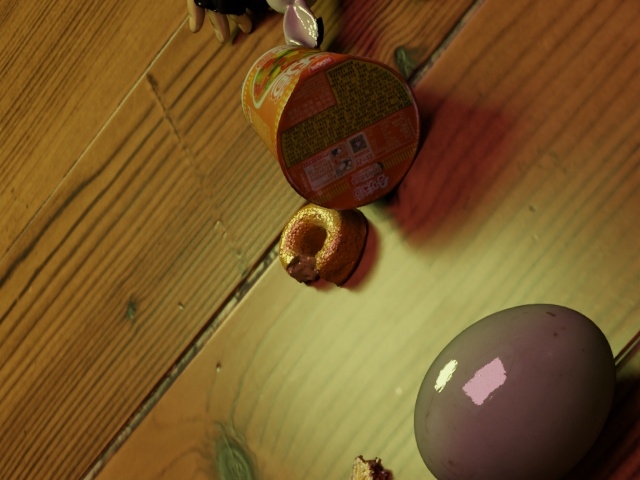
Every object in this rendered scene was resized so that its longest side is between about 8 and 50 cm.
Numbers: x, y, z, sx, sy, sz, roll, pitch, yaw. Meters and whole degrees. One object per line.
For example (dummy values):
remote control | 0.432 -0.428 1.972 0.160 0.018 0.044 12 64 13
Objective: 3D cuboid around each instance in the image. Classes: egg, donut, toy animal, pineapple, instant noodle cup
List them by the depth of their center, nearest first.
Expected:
egg | 0.165 0.137 1.550 0.192 0.149 0.149 -42 40 20
pineapple | 0.046 0.245 1.747 0.045 0.019 0.083 -22 52 50
donut | 0.000 0.000 1.944 0.108 0.043 0.097 -5 65 45
instant noodle cup | -0.003 -0.137 1.951 0.168 0.168 0.185 -60 28 4
toy animal | -0.020 -0.300 2.091 0.127 0.131 0.182 21 67 20

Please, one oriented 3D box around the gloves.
gloves | -0.099 -0.335 2.234 0.203 0.124 0.164 -46 20 11
